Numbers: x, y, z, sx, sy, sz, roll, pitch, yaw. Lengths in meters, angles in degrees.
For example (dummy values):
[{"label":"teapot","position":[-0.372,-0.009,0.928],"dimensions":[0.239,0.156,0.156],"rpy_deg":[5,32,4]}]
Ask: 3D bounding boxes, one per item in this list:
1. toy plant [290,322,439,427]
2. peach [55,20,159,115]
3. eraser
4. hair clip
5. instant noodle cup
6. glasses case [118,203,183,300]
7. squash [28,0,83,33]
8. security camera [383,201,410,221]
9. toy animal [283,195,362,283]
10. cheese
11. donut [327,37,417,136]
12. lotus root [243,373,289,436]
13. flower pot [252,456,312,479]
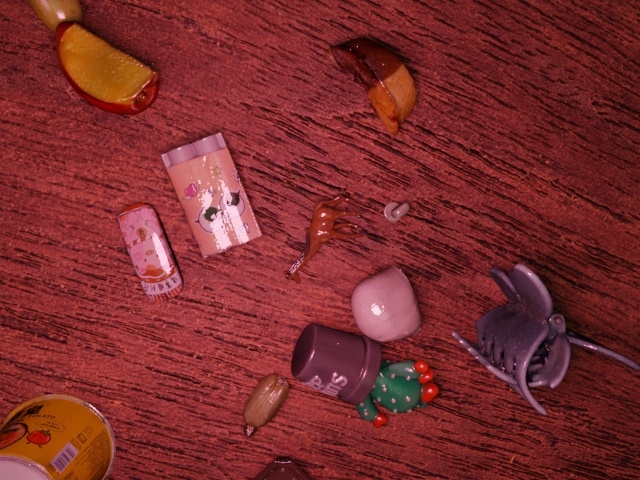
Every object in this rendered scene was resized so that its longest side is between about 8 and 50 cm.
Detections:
[{"label":"toy plant","position":[0.123,0.368,1.242],"dimensions":[0.401,0.185,0.279],"rpy_deg":[24,105,-15]},{"label":"peach","position":[-0.540,-0.409,1.137],"dimensions":[0.268,0.159,0.153],"rpy_deg":[30,83,-8]},{"label":"eraser","position":[-0.284,-0.117,1.217],"dimensions":[0.171,0.087,0.290],"rpy_deg":[-21,96,-3]},{"label":"hair clip","position":[0.522,0.251,1.192],"dimensions":[0.392,0.318,0.238],"rpy_deg":[39,92,-8]},{"label":"instant noodle cup","position":[-0.725,0.593,1.164],"dimensions":[0.326,0.254,0.325],"rpy_deg":[0,95,-5]},{"label":"glasses case","position":[-0.450,0.032,1.227],"dimensions":[0.103,0.067,0.266],"rpy_deg":[-20,95,0]},{"label":"squash","position":[-0.660,-0.593,1.136],"dimensions":[0.123,0.123,0.186],"rpy_deg":[-27,95,-1]},{"label":"security camera","position":[0.210,-0.078,1.252],"dimensions":[0.058,0.092,0.058],"rpy_deg":[-1,95,-6]},{"label":"toy animal","position":[0.000,0.000,1.262],"dimensions":[0.230,0.066,0.224],"rpy_deg":[-14,115,-12]},{"label":"cheese","position":[0.174,0.177,1.221],"dimensions":[0.189,0.154,0.197],"rpy_deg":[-15,87,-29]},{"label":"donut","position":[0.156,-0.431,1.196],"dimensions":[0.112,0.151,0.295],"rpy_deg":[-43,96,-10]},{"label":"lotus root","position":[-0.158,0.454,1.278],"dimensions":[0.090,0.077,0.182],"rpy_deg":[32,89,1]},{"label":"flower pot","position":[-0.134,0.720,1.300],"dimensions":[0.251,0.084,0.179],"rpy_deg":[-43,97,1]}]
